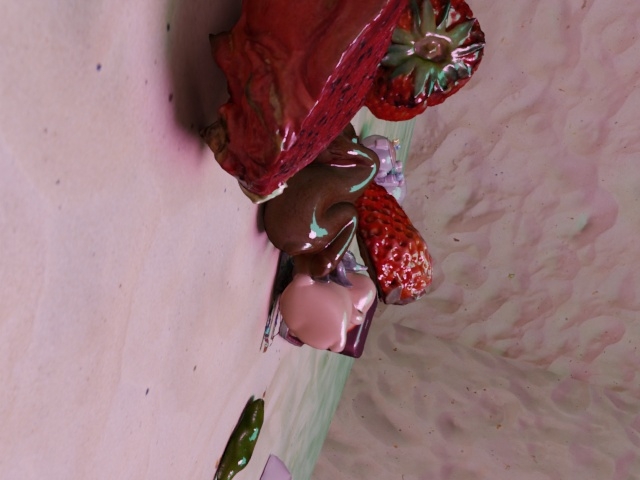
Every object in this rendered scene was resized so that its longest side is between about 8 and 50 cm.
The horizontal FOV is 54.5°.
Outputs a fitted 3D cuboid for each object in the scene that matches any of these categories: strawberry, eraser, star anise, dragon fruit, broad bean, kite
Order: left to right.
[{"bbox_3d":[-0.138,0.364,1.152,0.195,0.046,0.061,-63,163,-52],"label":"broad bean"},{"bbox_3d":[-0.048,-0.159,0.590,0.205,0.152,0.317,-53,179,-12],"label":"dragon fruit"},{"bbox_3d":[-0.137,0.769,1.690,0.396,0.082,0.213,95,16,-48],"label":"eraser"},{"bbox_3d":[-0.071,0.089,1.169,0.141,0.015,0.245,-33,139,-73],"label":"kite"},{"bbox_3d":[0.000,0.000,1.083,0.205,0.061,0.180,4,71,-48],"label":"star anise"},{"bbox_3d":[0.161,-0.011,1.486,0.265,0.149,0.336,64,5,-82],"label":"strawberry"},{"bbox_3d":[0.166,-0.366,1.191,0.288,0.250,0.238,-109,175,-70],"label":"strawberry"}]

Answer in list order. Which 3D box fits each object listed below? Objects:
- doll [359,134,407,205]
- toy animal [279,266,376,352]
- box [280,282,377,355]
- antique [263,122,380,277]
[{"bbox_3d":[0.153,-0.179,1.638,0.287,0.151,0.150,70,37,-62],"label":"doll"},{"bbox_3d":[0.012,0.114,1.171,0.198,0.171,0.171,-37,142,-73],"label":"toy animal"},{"bbox_3d":[0.029,0.165,1.400,0.294,0.168,0.193,65,44,-75],"label":"box"},{"bbox_3d":[-0.006,-0.087,0.954,0.143,0.121,0.256,44,62,-48],"label":"antique"}]
